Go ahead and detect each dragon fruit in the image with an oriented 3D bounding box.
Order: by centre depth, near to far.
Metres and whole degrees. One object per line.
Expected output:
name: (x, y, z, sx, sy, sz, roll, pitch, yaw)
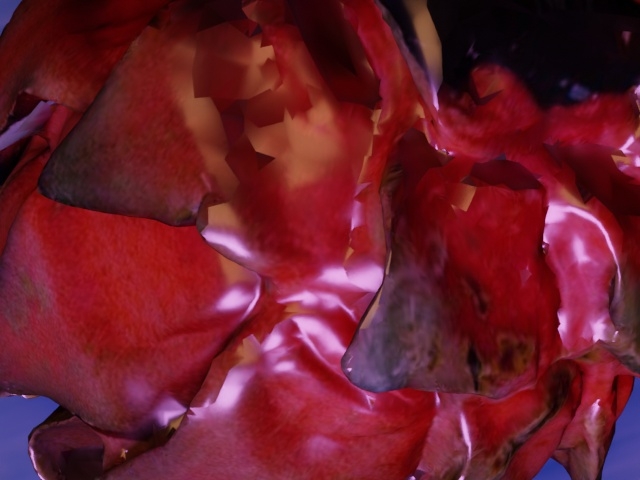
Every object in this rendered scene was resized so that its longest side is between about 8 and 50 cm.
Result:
dragon fruit: (0.006, -0.007, 0.458, 0.182, 0.182, 0.188, 38, 86, 15)
